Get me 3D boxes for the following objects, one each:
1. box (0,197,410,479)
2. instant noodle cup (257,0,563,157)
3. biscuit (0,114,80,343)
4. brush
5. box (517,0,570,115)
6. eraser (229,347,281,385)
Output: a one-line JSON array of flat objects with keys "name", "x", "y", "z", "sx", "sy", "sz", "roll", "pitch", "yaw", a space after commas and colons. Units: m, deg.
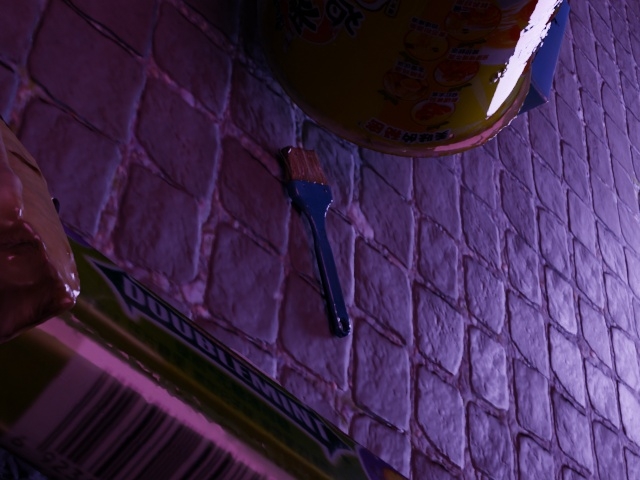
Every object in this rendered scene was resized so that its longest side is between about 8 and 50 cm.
[{"name": "box", "x": -0.042, "y": 0.122, "z": 0.560, "sx": 0.345, "sy": 0.097, "sz": 0.134, "roll": 39, "pitch": 9, "yaw": -20}, {"name": "instant noodle cup", "x": 0.092, "y": -0.224, "z": 0.838, "sx": 0.264, "sy": 0.200, "sz": 0.264, "roll": 6, "pitch": 64, "yaw": -13}, {"name": "biscuit", "x": -0.150, "y": -0.018, "z": 0.462, "sx": 0.188, "sy": 0.052, "sz": 0.056, "roll": 44, "pitch": -23, "yaw": 60}, {"name": "brush", "x": 0.000, "y": 0.000, "z": 0.838, "sx": 0.051, "sy": 0.014, "sz": 0.164, "roll": 6, "pitch": 66, "yaw": -51}, {"name": "box", "x": 0.175, "y": -0.201, "z": 1.090, "sx": 0.083, "sy": 0.142, "sz": 0.232, "roll": 51, "pitch": 35, "yaw": -22}, {"name": "eraser", "x": -0.059, "y": 0.127, "z": 0.665, "sx": 0.065, "sy": 0.026, "sz": 0.105, "roll": 44, "pitch": 39, "yaw": -33}]
